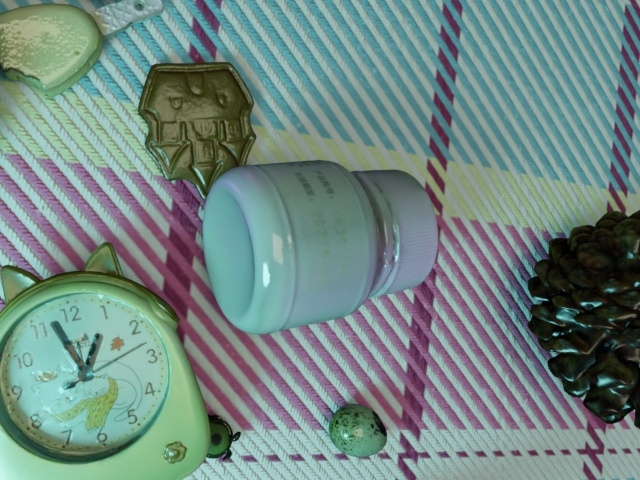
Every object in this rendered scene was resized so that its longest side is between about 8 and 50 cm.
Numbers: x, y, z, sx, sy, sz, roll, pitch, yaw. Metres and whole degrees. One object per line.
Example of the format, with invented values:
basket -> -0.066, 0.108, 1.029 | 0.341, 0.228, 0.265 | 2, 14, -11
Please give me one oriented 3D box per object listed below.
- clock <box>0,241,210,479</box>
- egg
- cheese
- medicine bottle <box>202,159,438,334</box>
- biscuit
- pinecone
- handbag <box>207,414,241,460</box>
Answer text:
clock -> -0.321, 0.186, 0.854 | 0.286, 0.117, 0.349 | -13, 92, -12
egg -> 0.065, 0.322, 1.035 | 0.110, 0.085, 0.085 | 26, 82, -19
cheese -> -0.344, -0.300, 0.889 | 0.255, 0.050, 0.127 | -31, 99, -19
medicine bottle -> 0.000, 0.000, 0.923 | 0.301, 0.241, 0.241 | -8, 94, -30
biscuit -> -0.187, -0.170, 0.960 | 0.182, 0.034, 0.215 | -8, 93, -20
pinecone -> 0.568, 0.151, 1.082 | 0.397, 0.397, 0.398 | 0, 91, -21
handbag -> -0.187, 0.303, 0.958 | 0.111, 0.047, 0.072 | 27, 70, -13
